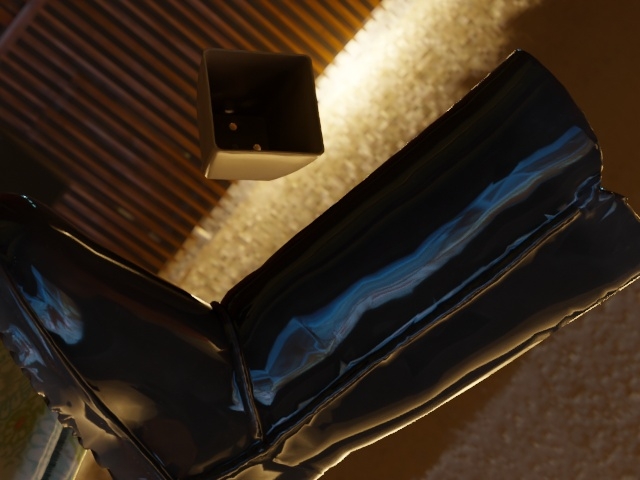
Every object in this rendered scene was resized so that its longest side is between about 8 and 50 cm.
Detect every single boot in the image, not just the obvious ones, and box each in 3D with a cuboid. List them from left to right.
[{"bbox_3d":[0.001,0.001,1.041,0.445,0.367,0.146,-33,-145,-2],"label":"boot"}]

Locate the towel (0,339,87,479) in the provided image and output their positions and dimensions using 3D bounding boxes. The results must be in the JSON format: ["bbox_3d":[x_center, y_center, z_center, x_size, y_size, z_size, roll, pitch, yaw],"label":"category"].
[{"bbox_3d":[-0.383,0.251,1.425,0.320,0.090,0.374,-6,-130,35],"label":"towel"}]

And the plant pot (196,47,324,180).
[{"bbox_3d":[-0.068,-0.111,1.339,0.096,0.109,0.109,129,-43,-59],"label":"plant pot"}]
